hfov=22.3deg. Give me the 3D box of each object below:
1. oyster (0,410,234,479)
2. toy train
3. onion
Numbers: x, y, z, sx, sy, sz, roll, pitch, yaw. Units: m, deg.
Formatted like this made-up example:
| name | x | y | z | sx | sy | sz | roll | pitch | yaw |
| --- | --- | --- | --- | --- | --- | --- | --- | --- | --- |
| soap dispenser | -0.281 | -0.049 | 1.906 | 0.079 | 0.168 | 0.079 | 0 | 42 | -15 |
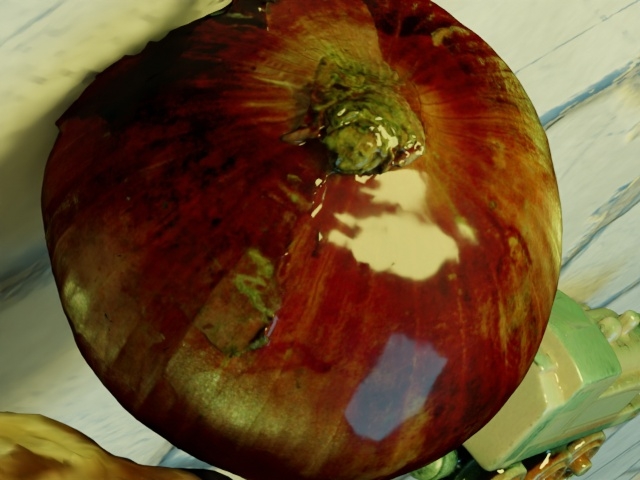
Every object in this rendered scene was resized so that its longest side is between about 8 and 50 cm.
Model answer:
| name | x | y | z | sx | sy | sz | roll | pitch | yaw |
| --- | --- | --- | --- | --- | --- | --- | --- | --- | --- |
| oyster | -0.067 | 0.093 | 0.368 | 0.275 | 0.100 | 0.271 | -7 | 167 | -18 |
| toy train | 0.117 | 0.081 | 0.853 | 0.125 | 0.081 | 0.194 | -50 | 157 | 27 |
| onion | 0.000 | 0.000 | 0.359 | 0.117 | 0.118 | 0.118 | -26 | 161 | -17 |
